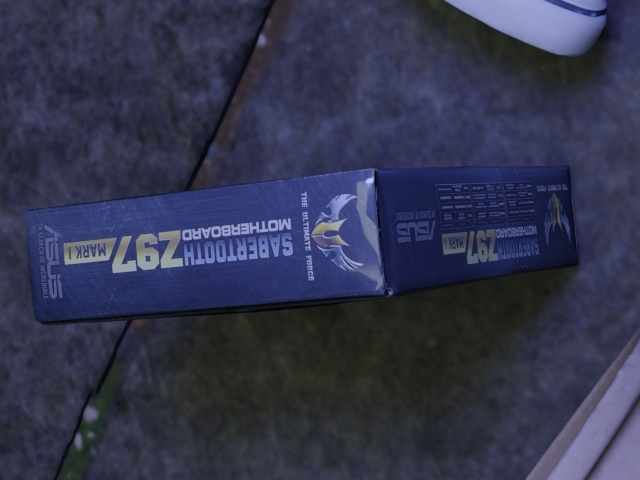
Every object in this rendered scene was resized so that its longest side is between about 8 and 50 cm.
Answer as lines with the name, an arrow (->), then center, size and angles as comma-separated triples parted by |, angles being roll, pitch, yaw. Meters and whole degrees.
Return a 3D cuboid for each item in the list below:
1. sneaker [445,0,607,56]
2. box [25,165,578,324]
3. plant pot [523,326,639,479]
sneaker -> 0.053, -0.197, 0.890 | 0.258, 0.094, 0.091 | 44, 118, 18
box -> 0.000, 0.000, 0.861 | 0.183, 0.233, 0.059 | -7, 90, 28
plant pot -> 0.175, 0.251, 0.772 | 0.305, 0.334, 0.334 | 35, 111, 9
